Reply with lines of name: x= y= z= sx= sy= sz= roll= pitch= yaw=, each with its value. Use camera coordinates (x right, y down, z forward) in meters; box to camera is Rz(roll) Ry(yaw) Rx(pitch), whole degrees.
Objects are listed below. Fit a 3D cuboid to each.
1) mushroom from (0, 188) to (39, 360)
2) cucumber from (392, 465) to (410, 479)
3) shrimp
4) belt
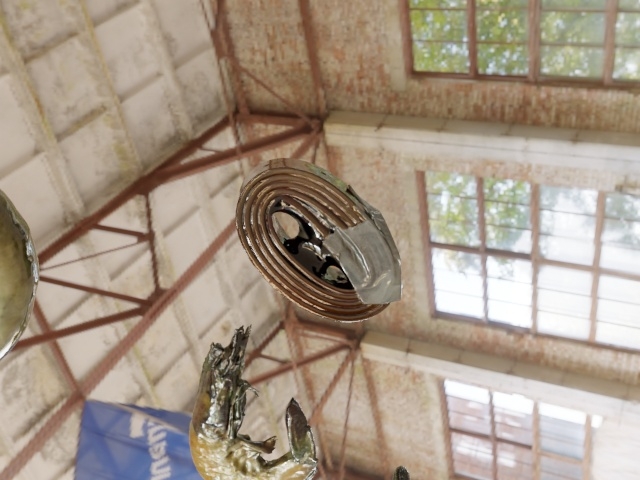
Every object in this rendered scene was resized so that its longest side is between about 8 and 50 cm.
mushroom: x=-0.556 y=0.048 z=1.044 sx=0.352 sy=0.260 sz=0.352 roll=-12 pitch=-66 yaw=-30
cucumber: x=0.180 y=0.609 z=1.768 sx=0.058 sy=0.052 sz=0.214 roll=-45 pitch=23 yaw=43
shrimp: x=-0.133 y=0.354 z=1.537 sx=0.085 sy=0.272 sz=0.444 roll=-63 pitch=-20 yaw=-60
belt: x=0.000 y=0.000 z=1.377 sx=0.217 sy=0.339 sz=0.122 roll=-46 pitch=12 yaw=9
